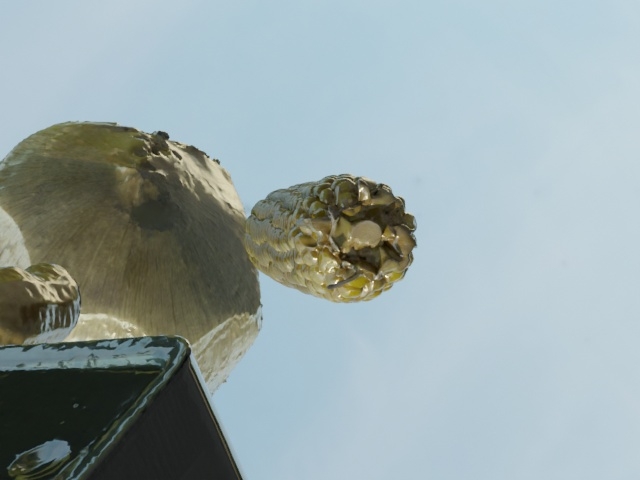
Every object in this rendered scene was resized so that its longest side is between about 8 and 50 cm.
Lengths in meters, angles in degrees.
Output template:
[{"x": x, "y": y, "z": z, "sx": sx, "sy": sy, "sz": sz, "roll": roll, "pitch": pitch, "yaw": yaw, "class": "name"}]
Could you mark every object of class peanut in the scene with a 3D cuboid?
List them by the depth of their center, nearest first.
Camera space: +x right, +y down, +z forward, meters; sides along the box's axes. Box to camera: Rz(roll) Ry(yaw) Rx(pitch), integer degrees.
[{"x": -0.241, "y": 0.055, "z": 1.288, "sx": 0.080, "sy": 0.080, "sz": 0.174, "roll": 56, "pitch": -165, "yaw": 2, "class": "peanut"}]

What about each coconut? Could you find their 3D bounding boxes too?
[{"x": -0.232, "y": 0.043, "z": 1.777, "sx": 0.346, "sy": 0.360, "sz": 0.346, "roll": 17, "pitch": -129, "yaw": -21, "class": "coconut"}]

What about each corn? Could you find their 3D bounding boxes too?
[{"x": 0.000, "y": 0.000, "z": 1.355, "sx": 0.106, "sy": 0.305, "sz": 0.106, "roll": 0, "pitch": -91, "yaw": -14, "class": "corn"}]

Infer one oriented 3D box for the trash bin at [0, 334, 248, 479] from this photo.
[{"x": -0.077, "y": 0.162, "z": 0.505, "sx": 0.122, "sy": 0.164, "sz": 0.241, "roll": -49, "pitch": -57, "yaw": -45, "class": "trash bin"}]
